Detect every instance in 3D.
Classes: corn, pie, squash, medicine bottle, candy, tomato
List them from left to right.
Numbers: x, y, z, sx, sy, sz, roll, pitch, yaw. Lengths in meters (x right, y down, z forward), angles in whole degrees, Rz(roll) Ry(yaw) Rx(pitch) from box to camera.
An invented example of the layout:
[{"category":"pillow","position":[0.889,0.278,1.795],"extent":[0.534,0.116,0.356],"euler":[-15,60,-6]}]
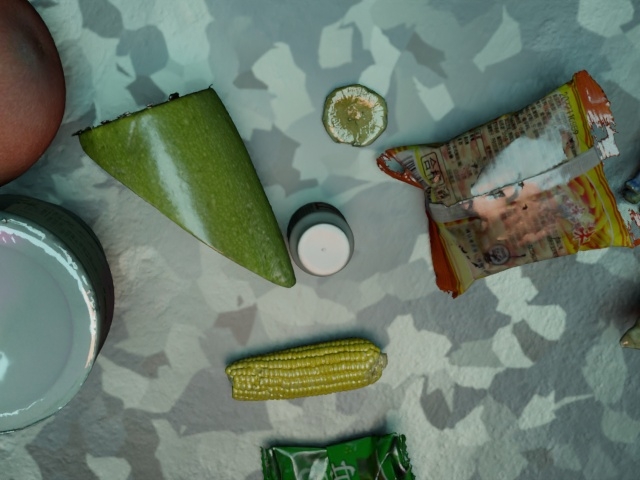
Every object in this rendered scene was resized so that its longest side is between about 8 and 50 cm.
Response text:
[{"category":"tomato","position":[-0.409,-0.178,1.361],"extent":[0.224,0.256,0.256],"euler":[-20,100,16]},{"category":"medicine bottle","position":[-0.357,0.064,1.379],"extent":[0.244,0.290,0.245],"euler":[-1,100,-4]},{"category":"squash","position":[-0.158,-0.038,1.425],"extent":[0.189,0.189,0.261],"euler":[-20,99,0]},{"category":"corn","position":[-0.017,0.164,1.525],"extent":[0.206,0.067,0.067],"euler":[-9,99,-1]},{"category":"medicine bottle","position":[0.000,0.000,1.463],"extent":[0.079,0.140,0.079],"euler":[0,99,-3]},{"category":"candy","position":[0.027,0.321,1.549],"extent":[0.203,0.078,0.141],"euler":[-8,88,10]},{"category":"pie","position":[0.044,-0.155,1.503],"extent":[0.084,0.020,0.085],"euler":[-1,100,-5]}]

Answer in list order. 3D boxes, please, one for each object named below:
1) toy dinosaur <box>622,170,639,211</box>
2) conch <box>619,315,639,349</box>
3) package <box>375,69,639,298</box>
[{"category":"toy dinosaur","position":[0.474,-0.097,1.510],"extent":[0.247,0.075,0.188],"euler":[40,93,-17]},{"category":"conch","position":[0.556,0.091,1.487],"extent":[0.386,0.203,0.170],"euler":[-2,69,-1]},{"category":"package","position":[0.235,-0.053,1.469],"extent":[0.288,0.108,0.223],"euler":[-20,102,19]}]
